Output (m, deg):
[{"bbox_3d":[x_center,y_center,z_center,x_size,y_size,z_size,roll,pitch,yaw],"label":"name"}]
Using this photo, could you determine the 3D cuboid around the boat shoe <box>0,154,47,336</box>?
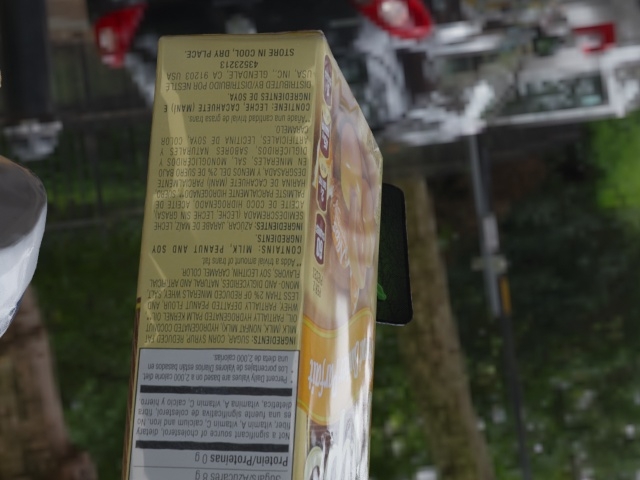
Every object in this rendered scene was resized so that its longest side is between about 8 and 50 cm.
[{"bbox_3d":[-0.129,0.050,0.407,0.096,0.088,0.267,10,-157,-1],"label":"boat shoe"}]

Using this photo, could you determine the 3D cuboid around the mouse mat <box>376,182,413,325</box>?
[{"bbox_3d":[0.000,0.000,1.486,0.152,0.007,0.189,8,-141,-7],"label":"mouse mat"}]

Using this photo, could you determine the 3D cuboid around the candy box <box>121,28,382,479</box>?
[{"bbox_3d":[-0.029,0.079,0.857,0.087,0.316,0.183,-1,164,11],"label":"candy box"}]
